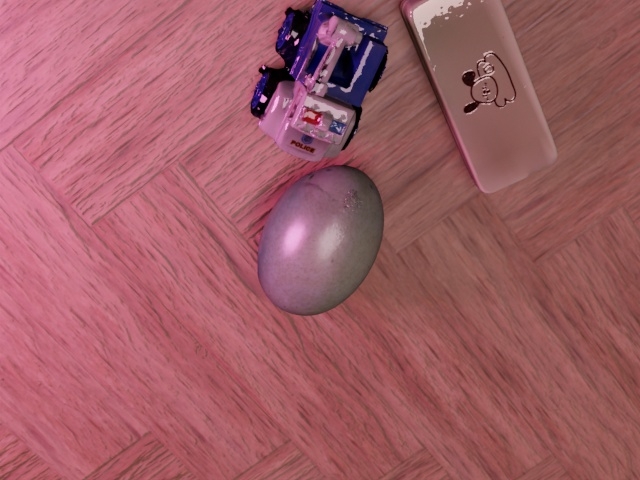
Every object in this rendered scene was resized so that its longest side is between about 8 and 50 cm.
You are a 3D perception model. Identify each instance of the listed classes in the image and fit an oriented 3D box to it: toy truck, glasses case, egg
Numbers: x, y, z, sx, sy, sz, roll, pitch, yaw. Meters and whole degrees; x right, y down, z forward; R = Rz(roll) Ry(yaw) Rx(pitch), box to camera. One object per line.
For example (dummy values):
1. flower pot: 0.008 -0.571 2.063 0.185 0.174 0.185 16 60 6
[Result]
1. toy truck: 0.006 -0.210 1.338 0.161 0.177 0.213 19 108 -16
2. glasses case: 0.232 -0.229 1.418 0.131 0.070 0.313 -25 113 3
3. egg: 0.000 0.000 1.428 0.169 0.169 0.237 20 106 -15
